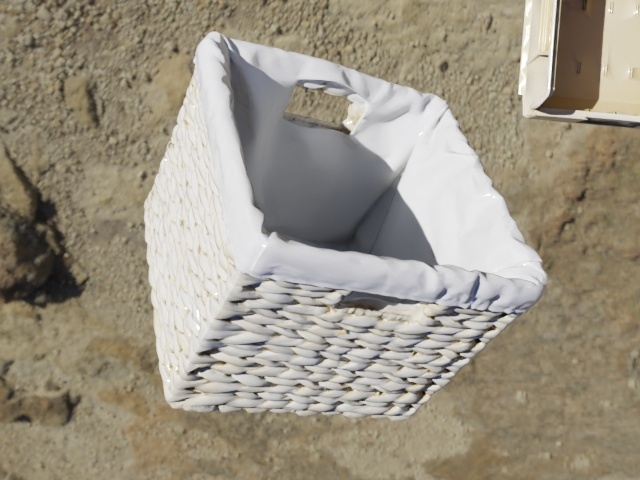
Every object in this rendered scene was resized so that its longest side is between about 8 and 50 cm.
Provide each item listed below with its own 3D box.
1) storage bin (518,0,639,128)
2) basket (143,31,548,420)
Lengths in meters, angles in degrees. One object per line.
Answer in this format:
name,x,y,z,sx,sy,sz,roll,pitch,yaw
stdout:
storage bin,0.427,-0.295,1.161,0.263,0.123,0.260,4,92,-8
basket,0.000,0.000,0.908,0.329,0.331,0.266,9,131,-27
